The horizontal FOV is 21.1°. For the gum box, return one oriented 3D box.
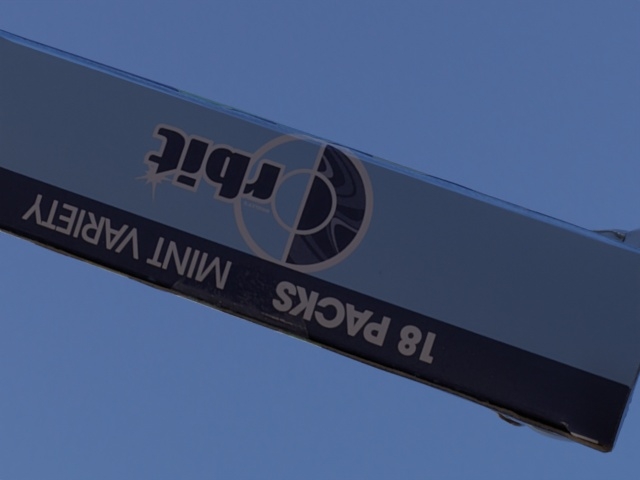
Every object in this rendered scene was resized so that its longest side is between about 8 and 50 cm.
[{"bbox_3d":[0.000,0.000,0.411,0.157,0.184,0.041,20,-89,9],"label":"gum box"}]

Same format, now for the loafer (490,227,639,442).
[{"bbox_3d":[0.122,0.045,0.898,0.087,0.251,0.094,0,-83,24],"label":"loafer"}]
